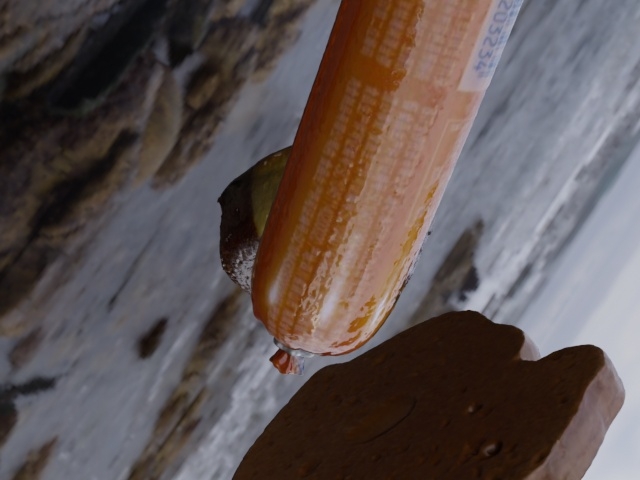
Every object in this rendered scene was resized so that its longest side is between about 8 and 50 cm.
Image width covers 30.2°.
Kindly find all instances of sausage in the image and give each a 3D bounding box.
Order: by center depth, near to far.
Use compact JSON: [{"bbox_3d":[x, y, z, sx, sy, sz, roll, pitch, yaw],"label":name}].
[{"bbox_3d":[0.032,-0.054,0.652,0.093,0.093,0.312,-37,150,-61],"label":"sausage"}]

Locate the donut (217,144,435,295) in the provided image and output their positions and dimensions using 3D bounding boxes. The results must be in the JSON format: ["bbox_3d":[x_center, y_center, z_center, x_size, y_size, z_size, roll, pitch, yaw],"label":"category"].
[{"bbox_3d":[0.000,0.000,0.941,0.184,0.166,0.073,-16,-132,39],"label":"donut"}]

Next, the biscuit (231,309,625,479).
[{"bbox_3d":[0.082,0.204,1.173,0.350,0.078,0.455,-33,-163,-16],"label":"biscuit"}]
